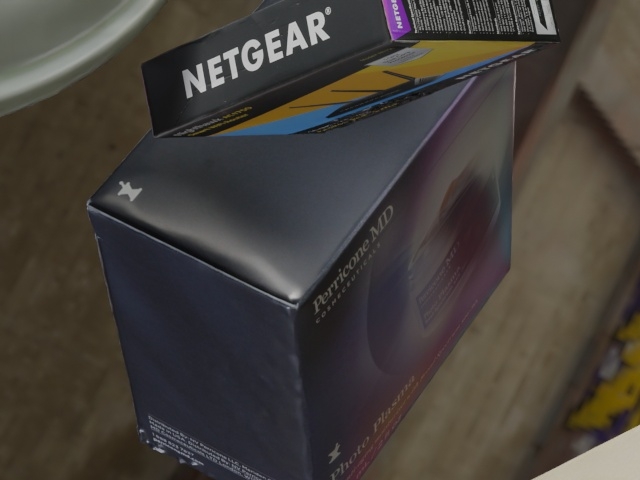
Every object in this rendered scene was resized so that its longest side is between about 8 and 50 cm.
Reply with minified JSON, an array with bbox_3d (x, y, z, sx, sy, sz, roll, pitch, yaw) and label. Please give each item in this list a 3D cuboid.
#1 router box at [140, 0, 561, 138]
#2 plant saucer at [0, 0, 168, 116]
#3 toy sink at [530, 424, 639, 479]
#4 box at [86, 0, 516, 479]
[{"bbox_3d":[0.014,-0.097,1.036,0.133,0.179,0.046,-5,-100,-46],"label":"router box"},{"bbox_3d":[-0.231,-0.246,0.958,0.400,0.400,0.100,-49,-3,-31],"label":"plant saucer"},{"bbox_3d":[0.206,0.186,1.132,0.234,0.152,0.131,-30,-17,13],"label":"toy sink"},{"bbox_3d":[0.000,0.000,1.450,0.296,0.183,0.294,-52,-25,-29],"label":"box"}]
